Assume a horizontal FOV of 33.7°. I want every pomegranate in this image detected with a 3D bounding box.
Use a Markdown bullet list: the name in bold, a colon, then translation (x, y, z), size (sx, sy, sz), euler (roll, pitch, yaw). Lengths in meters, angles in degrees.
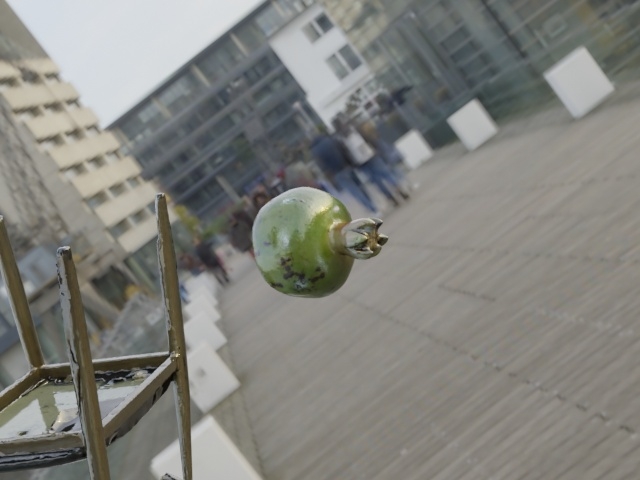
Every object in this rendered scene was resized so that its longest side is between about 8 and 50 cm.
- **pomegranate**: translation (0.000, 0.000, 1.045), size (0.142, 0.114, 0.114), euler (-7, 24, 38)

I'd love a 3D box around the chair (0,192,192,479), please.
- **chair**: translation (-0.194, 0.122, 0.793), size (0.166, 0.272, 0.188), euler (-7, 13, 17)
